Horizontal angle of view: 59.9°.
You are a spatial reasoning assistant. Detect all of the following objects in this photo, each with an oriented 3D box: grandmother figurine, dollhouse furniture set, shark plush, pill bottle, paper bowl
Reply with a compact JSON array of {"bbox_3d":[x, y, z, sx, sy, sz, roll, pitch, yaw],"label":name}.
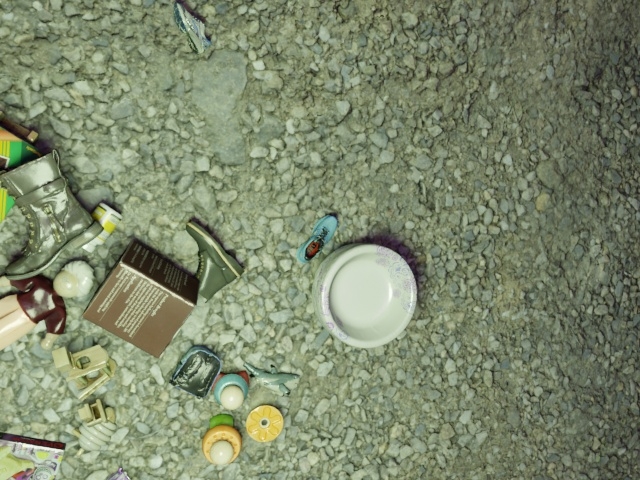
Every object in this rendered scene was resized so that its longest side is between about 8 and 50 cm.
[{"bbox_3d":[-0.687,0.165,1.306,0.342,0.104,0.207,-35,111,-12],"label":"grandmother figurine"},{"bbox_3d":[-0.528,0.334,1.294,0.101,0.182,0.160,-20,69,-18],"label":"dollhouse furniture set"},{"bbox_3d":[-0.140,0.379,1.545,0.161,0.073,0.067,21,65,1],"label":"shark plush"},{"bbox_3d":[-0.545,-0.030,1.362,0.065,0.065,0.116,37,80,-17],"label":"pill bottle"},{"bbox_3d":[0.113,0.148,1.555,0.284,0.148,0.284,-1,93,-20],"label":"paper bowl"}]

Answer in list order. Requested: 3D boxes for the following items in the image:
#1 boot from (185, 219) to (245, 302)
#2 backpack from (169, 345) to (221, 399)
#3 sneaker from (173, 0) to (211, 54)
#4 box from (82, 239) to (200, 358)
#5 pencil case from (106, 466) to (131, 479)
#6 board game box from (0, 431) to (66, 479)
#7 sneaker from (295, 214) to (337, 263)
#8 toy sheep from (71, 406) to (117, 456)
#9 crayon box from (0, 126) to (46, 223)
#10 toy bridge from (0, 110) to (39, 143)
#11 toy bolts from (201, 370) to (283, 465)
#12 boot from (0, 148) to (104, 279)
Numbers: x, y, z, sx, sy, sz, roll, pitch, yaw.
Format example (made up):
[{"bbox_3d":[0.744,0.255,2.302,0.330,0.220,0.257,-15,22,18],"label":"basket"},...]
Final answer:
[{"bbox_3d":[-0.311,0.057,1.447,0.137,0.077,0.198,-44,104,-7],"label":"boot"},{"bbox_3d":[-0.320,0.335,1.446,0.105,0.084,0.114,33,86,-16],"label":"backpack"},{"bbox_3d":[-0.329,-0.550,1.428,0.058,0.052,0.135,-36,111,-25],"label":"sneaker"},{"bbox_3d":[-0.424,0.138,1.338,0.203,0.167,0.168,35,98,-18],"label":"box"},{"bbox_3d":[-0.471,0.672,1.413,0.206,0.086,0.088,50,53,-16],"label":"pencil case"},{"bbox_3d":[-0.812,0.554,1.306,0.347,0.056,0.208,18,91,-19],"label":"board game box"},{"bbox_3d":[0.000,0.000,1.548,0.063,0.073,0.162,38,80,-17],"label":"sneaker"},{"bbox_3d":[-0.556,0.471,1.371,0.091,0.091,0.132,40,75,-16],"label":"toy sheep"},{"bbox_3d":[-0.835,-0.154,1.162,0.363,0.106,0.313,37,78,-43],"label":"crayon box"},{"bbox_3d":[-0.744,-0.285,1.282,0.188,0.063,0.026,32,82,-19],"label":"toy bridge"},{"bbox_3d":[-0.203,0.458,1.441,0.218,0.158,0.228,-5,93,-10],"label":"toy bolts"},{"bbox_3d":[-0.647,-0.058,1.247,0.263,0.091,0.229,-33,115,-6],"label":"boot"}]
